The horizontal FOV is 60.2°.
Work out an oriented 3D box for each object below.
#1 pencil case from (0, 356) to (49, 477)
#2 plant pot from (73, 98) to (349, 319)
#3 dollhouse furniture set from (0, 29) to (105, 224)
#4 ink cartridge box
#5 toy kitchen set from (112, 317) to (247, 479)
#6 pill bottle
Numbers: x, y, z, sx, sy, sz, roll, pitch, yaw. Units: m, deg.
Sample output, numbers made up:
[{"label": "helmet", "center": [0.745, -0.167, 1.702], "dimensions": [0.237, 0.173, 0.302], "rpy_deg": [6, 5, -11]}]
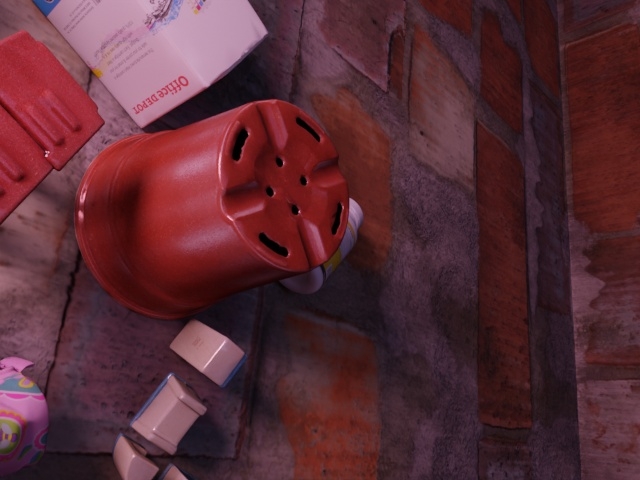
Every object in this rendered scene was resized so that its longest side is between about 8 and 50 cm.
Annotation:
[{"label": "pencil case", "center": [-0.360, 0.191, 0.448], "dimensions": [0.284, 0.124, 0.124], "rpy_deg": [-24, 99, -68]}, {"label": "plant pot", "center": [-0.124, -0.041, 0.706], "dimensions": [0.272, 0.265, 0.272], "rpy_deg": [12, 73, -45]}, {"label": "dollhouse furniture set", "center": [-0.407, -0.182, 0.486], "dimensions": [0.374, 0.201, 0.152], "rpy_deg": [53, 48, -26]}, {"label": "ink cartridge box", "center": [-0.224, -0.306, 0.730], "dimensions": [0.232, 0.171, 0.168], "rpy_deg": [54, 48, -24]}, {"label": "toy kitchen set", "center": [-0.160, 0.244, 0.739], "dimensions": [0.207, 0.122, 0.166], "rpy_deg": [-52, 120, -17]}, {"label": "pill bottle", "center": [0.000, 0.000, 0.947], "dimensions": [0.184, 0.103, 0.103], "rpy_deg": [-49, 116, -42]}]
